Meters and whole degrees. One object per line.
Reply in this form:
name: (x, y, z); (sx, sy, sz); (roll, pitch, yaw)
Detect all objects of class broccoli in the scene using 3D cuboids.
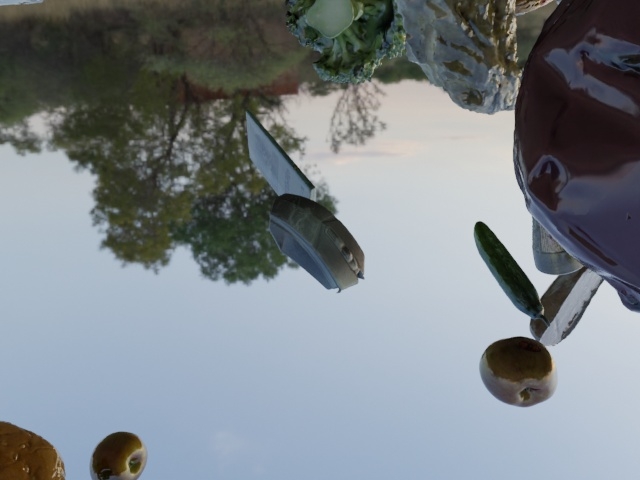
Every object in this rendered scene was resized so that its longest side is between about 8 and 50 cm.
broccoli: (0.058, -0.410, 1.047); (0.235, 0.288, 0.260); (-31, -154, -3)

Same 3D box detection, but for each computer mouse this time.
computer mouse: (0.002, -0.002, 1.183); (0.071, 0.231, 0.126); (-41, -172, 48)

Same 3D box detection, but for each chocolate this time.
chocolate: (0.615, 0.143, 1.596); (0.157, 0.254, 0.080); (15, -161, -46)

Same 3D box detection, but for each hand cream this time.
hand cream: (0.357, -0.048, 0.980); (0.084, 0.203, 0.084); (-18, -158, 8)

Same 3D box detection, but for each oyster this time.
oyster: (0.145, -0.203, 0.626); (0.132, 0.209, 0.072); (-19, -137, -1)

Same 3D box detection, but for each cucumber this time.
cucumber: (0.363, 0.067, 1.223); (0.056, 0.056, 0.250); (-10, -124, -27)

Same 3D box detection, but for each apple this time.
apple: (-0.399, 0.435, 1.249); (0.102, 0.099, 0.114); (-12, -155, 29)
apple: (0.332, 0.223, 1.060); (0.126, 0.126, 0.102); (-2, -135, 0)

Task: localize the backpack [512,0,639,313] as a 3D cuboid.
backpack: (0.281, -0.059, 0.420); (0.317, 0.283, 0.197); (26, -168, -4)

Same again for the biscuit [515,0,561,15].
biscuit: (0.396, -0.483, 1.218); (0.216, 0.047, 0.340); (10, -142, 29)

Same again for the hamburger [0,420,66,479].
hamburger: (-0.540, 0.435, 1.088); (0.162, 0.330, 0.209); (-39, 151, 29)

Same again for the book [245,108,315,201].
book: (-0.104, -0.177, 1.612); (0.025, 0.215, 0.283); (-32, -112, -17)

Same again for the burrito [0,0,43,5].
burrito: (-0.252, -0.322, 0.678); (0.445, 0.101, 0.139); (-22, -173, -22)
